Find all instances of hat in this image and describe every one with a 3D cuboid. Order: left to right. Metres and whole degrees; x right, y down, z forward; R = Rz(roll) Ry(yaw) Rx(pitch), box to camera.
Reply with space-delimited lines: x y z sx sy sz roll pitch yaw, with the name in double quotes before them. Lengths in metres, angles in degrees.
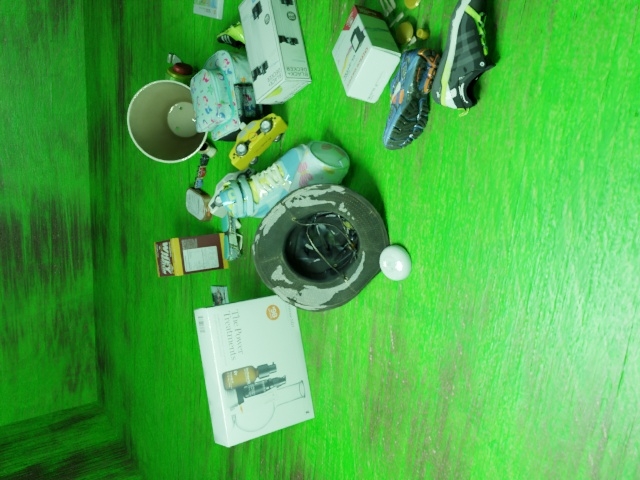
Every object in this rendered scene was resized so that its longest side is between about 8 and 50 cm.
"hat" 0.000 0.000 1.409 0.134 0.331 0.332 -85 4 -67

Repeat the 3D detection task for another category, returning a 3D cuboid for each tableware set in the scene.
"tableware set" 0.185 -0.479 1.210 0.104 0.024 0.154 -39 63 47

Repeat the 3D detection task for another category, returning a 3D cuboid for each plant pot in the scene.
"plant pot" -0.482 -0.405 1.956 0.274 0.256 0.257 -93 5 -77

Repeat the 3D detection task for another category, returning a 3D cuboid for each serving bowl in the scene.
"serving bowl" 0.165 0.053 1.315 0.083 0.027 0.083 14 111 41

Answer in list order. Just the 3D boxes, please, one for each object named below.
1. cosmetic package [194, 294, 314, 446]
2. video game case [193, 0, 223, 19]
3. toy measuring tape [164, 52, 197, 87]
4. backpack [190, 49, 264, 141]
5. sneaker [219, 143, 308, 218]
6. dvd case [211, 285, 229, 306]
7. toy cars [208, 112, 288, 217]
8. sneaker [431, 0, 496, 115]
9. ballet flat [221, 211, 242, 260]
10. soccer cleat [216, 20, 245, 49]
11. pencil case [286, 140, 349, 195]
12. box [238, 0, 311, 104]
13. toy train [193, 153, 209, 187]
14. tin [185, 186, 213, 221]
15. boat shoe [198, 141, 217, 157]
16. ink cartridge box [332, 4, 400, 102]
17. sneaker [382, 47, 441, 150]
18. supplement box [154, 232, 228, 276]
"cosmetic package" -0.185 0.355 1.654 0.097 0.284 0.378 -14 85 53
"video game case" -0.367 -0.852 1.910 0.193 0.023 0.213 34 123 46
"toy measuring tape" -0.532 -0.611 2.109 0.330 0.121 0.121 48 132 39
"backpack" -0.279 -0.437 1.737 0.225 0.191 0.254 -6 86 56
"sneaker" -0.156 -0.150 1.586 0.319 0.208 0.127 -47 58 47
"dvd case" -0.367 0.209 2.116 0.119 0.013 0.087 -4 93 54
"toy cars" -0.230 -0.226 1.691 0.087 0.176 0.394 48 134 15
"sneaker" 0.284 -0.349 1.067 0.097 0.084 0.235 25 120 23
"ballet flat" -0.294 -0.027 1.928 0.070 0.070 0.189 -2 90 55
"soccer cleat" -0.272 -0.624 1.792 0.072 0.060 0.179 58 162 -22
"pencil case" -0.021 -0.120 1.485 0.124 0.113 0.273 46 132 26
"box" -0.127 -0.537 1.577 0.169 0.087 0.290 -17 83 55
"toy train" -0.433 -0.252 2.114 0.036 0.027 0.158 46 131 26
"tin" -0.454 -0.135 2.158 0.189 0.040 0.106 30 124 48
"boat shoe" -0.415 -0.333 2.042 0.135 0.045 0.050 24 81 43
"ink cartridge box" 0.096 -0.407 1.260 0.127 0.072 0.175 121 148 -40
"sneaker" 0.181 -0.295 1.211 0.087 0.083 0.221 48 124 51
"supplement box" -0.463 0.052 2.064 0.191 0.194 0.129 -8 90 55
